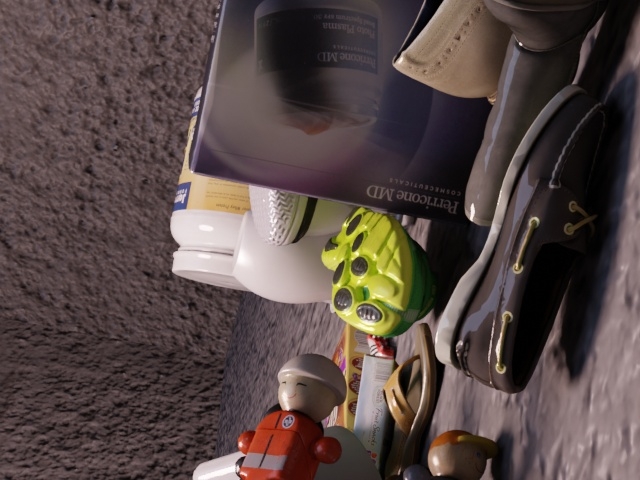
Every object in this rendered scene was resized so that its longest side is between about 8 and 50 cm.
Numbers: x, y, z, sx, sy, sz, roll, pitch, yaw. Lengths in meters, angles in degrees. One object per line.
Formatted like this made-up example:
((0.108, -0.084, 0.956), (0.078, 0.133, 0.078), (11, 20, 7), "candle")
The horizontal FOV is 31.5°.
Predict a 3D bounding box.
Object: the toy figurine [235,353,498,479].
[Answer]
((0.029, 0.210, 0.974), (0.213, 0.209, 0.148), (105, -173, -61), "toy figurine")

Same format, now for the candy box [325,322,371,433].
((0.042, 0.204, 1.441), (0.187, 0.053, 0.109), (-89, 13, -45), "candy box")

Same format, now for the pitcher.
((0.000, 0.000, 1.467), (0.125, 0.207, 0.178), (-153, 76, -81), "pitcher")

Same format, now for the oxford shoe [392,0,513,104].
((0.162, -0.315, 0.967), (0.140, 0.146, 0.397), (-153, 74, -82), "oxford shoe")

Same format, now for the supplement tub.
((-0.119, -0.084, 1.852), (0.228, 0.228, 0.316), (140, 140, -78), "supplement tub")

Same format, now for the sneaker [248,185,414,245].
((0.026, -0.176, 1.378), (0.137, 0.210, 0.366), (-166, 77, -71), "sneaker")

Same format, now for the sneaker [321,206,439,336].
((0.078, 0.034, 1.184), (0.109, 0.123, 0.295), (-56, 9, 9), "sneaker")

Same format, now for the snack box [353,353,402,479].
((0.061, 0.204, 1.263), (0.100, 0.037, 0.141), (54, -136, -72), "snack box")

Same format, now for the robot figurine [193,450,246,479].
((-0.107, 0.406, 1.384), (0.353, 0.200, 0.300), (-16, 68, 36), "robot figurine")

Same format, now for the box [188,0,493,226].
((0.032, -0.190, 1.192), (0.183, 0.296, 0.294), (-121, 42, -78), "box")

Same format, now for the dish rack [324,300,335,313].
((0.036, -0.054, 1.791), (0.333, 0.072, 0.285), (119, 160, -69), "dish rack")

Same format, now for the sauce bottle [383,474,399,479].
((0.066, 0.289, 1.192), (0.128, 0.042, 0.042), (112, 167, -50), "sauce bottle")

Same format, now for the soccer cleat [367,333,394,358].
((0.072, 0.138, 1.408), (0.083, 0.029, 0.036), (-130, 55, -74), "soccer cleat")

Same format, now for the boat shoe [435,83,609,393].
((0.163, 0.000, 0.826), (0.068, 0.081, 0.228), (27, 96, 37), "boat shoe")

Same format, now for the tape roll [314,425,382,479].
((0.009, 0.306, 1.170), (0.219, 0.072, 0.219), (170, 90, -70), "tape roll")

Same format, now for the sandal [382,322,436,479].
((0.085, 0.174, 1.183), (0.072, 0.049, 0.180), (-112, 34, -76), "sandal")

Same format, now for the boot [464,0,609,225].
((0.147, -0.108, 0.857), (0.189, 0.076, 0.208), (-14, -45, -49), "boot")
